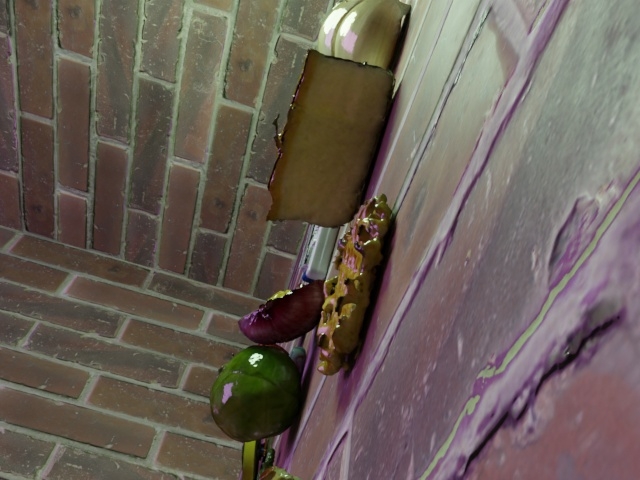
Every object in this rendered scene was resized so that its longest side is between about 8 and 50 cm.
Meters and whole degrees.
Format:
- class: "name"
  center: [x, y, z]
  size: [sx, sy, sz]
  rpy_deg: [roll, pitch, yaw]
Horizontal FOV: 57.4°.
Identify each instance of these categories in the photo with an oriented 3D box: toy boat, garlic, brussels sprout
- class: "toy boat"
  center: [-0.088, 0.387, 1.554]
  size: [0.134, 0.078, 0.208]
  rpy_deg: [-54, 7, 52]
- class: "garlic"
  center: [0.113, -0.511, 1.570]
  size: [0.249, 0.286, 0.313]
  rpy_deg: [-7, -49, -45]
- class: "brussels sprout"
  center: [-0.155, 0.360, 1.378]
  size: [0.244, 0.244, 0.244]
  rpy_deg: [-164, 90, -86]

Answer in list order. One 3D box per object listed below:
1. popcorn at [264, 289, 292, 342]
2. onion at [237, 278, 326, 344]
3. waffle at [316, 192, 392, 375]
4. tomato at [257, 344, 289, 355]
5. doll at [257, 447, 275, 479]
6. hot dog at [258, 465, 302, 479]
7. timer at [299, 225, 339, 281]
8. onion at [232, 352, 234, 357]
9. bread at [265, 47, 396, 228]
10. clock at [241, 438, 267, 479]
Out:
- class: "popcorn"
  center: [-0.109, 0.237, 1.815]
  size: [0.180, 0.170, 0.180]
  rpy_deg: [-31, 27, 18]
- class: "onion"
  center: [-0.065, 0.179, 1.468]
  size: [0.227, 0.120, 0.283]
  rpy_deg: [-27, -2, 23]
- class: "waffle"
  center: [0.047, 0.064, 0.921]
  size: [0.262, 0.060, 0.281]
  rpy_deg: [110, 175, -46]
- class: "tomato"
  center: [-0.131, 0.380, 1.795]
  size: [0.159, 0.091, 0.139]
  rpy_deg: [62, 145, 21]
- class: "doll"
  center: [-0.135, 0.587, 1.443]
  size: [0.190, 0.050, 0.115]
  rpy_deg: [-85, 8, -81]
- class: "hot dog"
  center: [-0.084, 0.447, 0.879]
  size: [0.213, 0.103, 0.146]
  rpy_deg: [-80, 8, -51]
- class: "timer"
  center: [0.000, 0.000, 1.740]
  size: [0.178, 0.078, 0.253]
  rpy_deg: [127, 160, -77]
- class: "onion"
  center: [-0.304, 0.572, 2.307]
  size: [0.273, 0.285, 0.273]
  rpy_deg: [-35, 19, 14]
- class: "bread"
  center: [0.014, -0.225, 1.293]
  size: [0.279, 0.248, 0.315]
  rpy_deg: [109, 172, -53]
- class: "clock"
  center: [-0.210, 0.689, 1.905]
  size: [0.293, 0.071, 0.277]
  rpy_deg: [93, 180, -53]
